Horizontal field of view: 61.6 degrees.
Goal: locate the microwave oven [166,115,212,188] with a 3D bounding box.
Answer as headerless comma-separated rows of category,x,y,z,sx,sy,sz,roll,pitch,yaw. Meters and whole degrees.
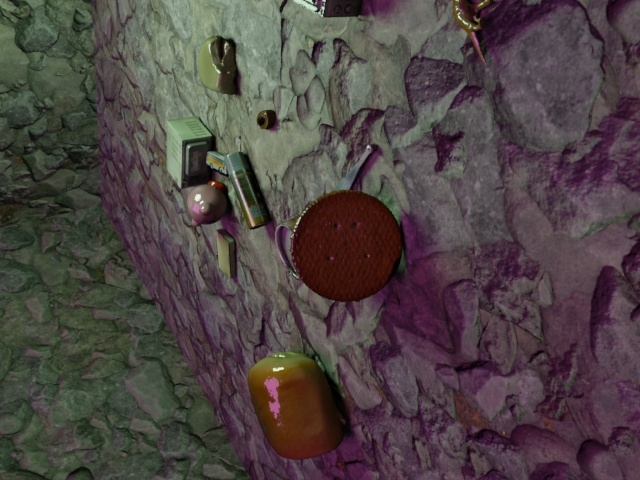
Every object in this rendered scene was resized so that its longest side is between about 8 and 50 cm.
microwave oven,-0.541,-0.360,2.226,0.194,0.145,0.240,46,139,32

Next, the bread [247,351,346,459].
bread,-0.110,0.597,1.969,0.348,0.253,0.375,-11,94,61

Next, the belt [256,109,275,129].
belt,-0.182,-0.400,1.781,0.083,0.036,0.059,-24,86,59

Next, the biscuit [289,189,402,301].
biscuit,0.068,0.016,1.406,0.038,0.306,0.304,-129,27,-77

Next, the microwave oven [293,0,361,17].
microwave oven,0.021,-0.655,1.274,0.163,0.129,0.204,42,136,36

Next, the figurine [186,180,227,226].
figurine,-0.466,-0.146,2.200,0.173,0.173,0.173,30,129,46

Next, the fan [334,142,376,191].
fan,0.091,-0.174,1.506,0.057,0.023,0.282,62,147,17

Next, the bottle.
bottle,-0.273,-0.185,1.976,0.082,0.082,0.285,-26,83,57

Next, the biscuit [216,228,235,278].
biscuit,-0.413,0.057,2.339,0.121,0.041,0.199,36,134,39

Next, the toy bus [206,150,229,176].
toy bus,-0.393,-0.305,2.118,0.172,0.058,0.072,28,119,47

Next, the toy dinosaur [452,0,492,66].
toy dinosaur,0.291,-0.437,1.076,0.126,0.039,0.161,39,141,54

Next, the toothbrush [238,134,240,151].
toothbrush,-0.302,-0.348,2.007,0.006,0.008,0.096,-130,36,-52

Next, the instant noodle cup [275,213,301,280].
instant noodle cup,0.000,0.000,1.533,0.217,0.208,0.217,41,142,42

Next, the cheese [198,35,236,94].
cheese,-0.365,-0.621,1.891,0.175,0.091,0.202,39,136,37
